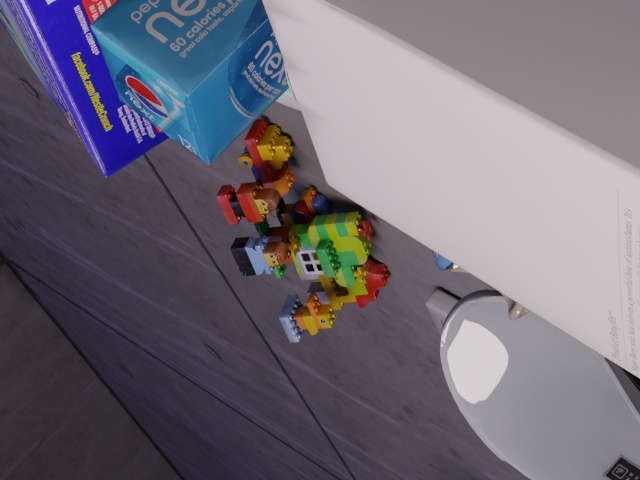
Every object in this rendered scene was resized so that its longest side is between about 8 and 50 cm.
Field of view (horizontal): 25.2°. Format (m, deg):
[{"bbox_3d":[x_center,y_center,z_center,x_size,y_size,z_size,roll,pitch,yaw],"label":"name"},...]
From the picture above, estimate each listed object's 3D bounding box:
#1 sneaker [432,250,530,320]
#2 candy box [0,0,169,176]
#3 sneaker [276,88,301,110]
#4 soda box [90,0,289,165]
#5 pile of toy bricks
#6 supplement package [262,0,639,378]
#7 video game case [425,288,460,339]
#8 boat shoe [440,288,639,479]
[{"bbox_3d":[0.093,-0.028,0.987,0.185,0.084,0.069,40,162,8],"label":"sneaker"},{"bbox_3d":[-0.198,-0.242,0.936,0.317,0.122,0.268,53,169,24],"label":"candy box"},{"bbox_3d":[0.022,-0.142,0.892,0.256,0.094,0.151,40,150,32],"label":"sneaker"},{"bbox_3d":[-0.017,-0.143,0.751,0.071,0.210,0.067,36,161,22],"label":"soda box"},{"bbox_3d":[0.000,0.000,1.253,0.105,0.118,0.212,-6,128,24],"label":"pile of toy bricks"},{"bbox_3d":[0.145,-0.065,0.640,0.293,0.175,0.177,33,161,28],"label":"supplement package"},{"bbox_3d":[0.199,0.144,1.258,0.212,0.023,0.193,28,157,37],"label":"video game case"},{"bbox_3d":[0.214,0.135,1.068,0.306,0.113,0.105,34,-163,-8],"label":"boat shoe"}]
